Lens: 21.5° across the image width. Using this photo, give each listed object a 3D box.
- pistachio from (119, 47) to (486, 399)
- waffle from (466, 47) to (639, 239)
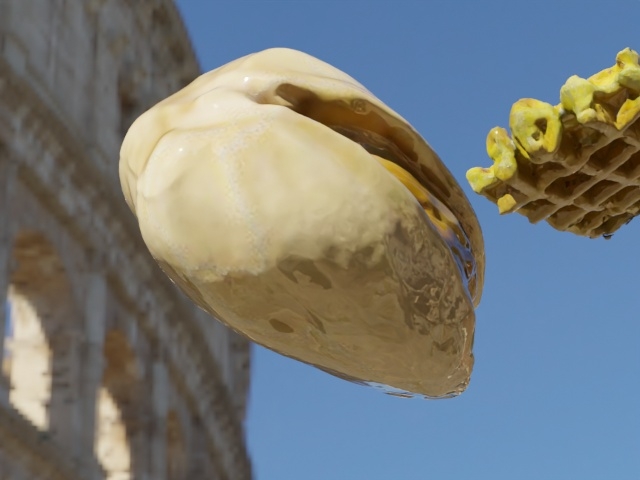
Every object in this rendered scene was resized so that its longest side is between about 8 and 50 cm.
[{"bbox_3d":[0.000,0.000,0.891,0.229,0.157,0.157,38,-48,-25],"label":"pistachio"},{"bbox_3d":[0.208,-0.072,1.247,0.160,0.055,0.211,-39,-29,28],"label":"waffle"}]
